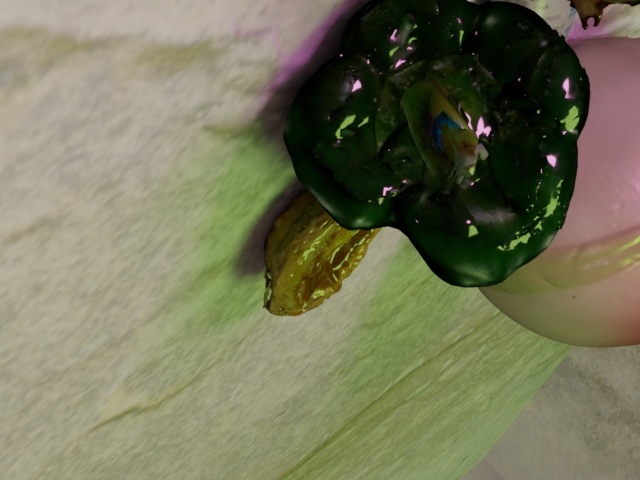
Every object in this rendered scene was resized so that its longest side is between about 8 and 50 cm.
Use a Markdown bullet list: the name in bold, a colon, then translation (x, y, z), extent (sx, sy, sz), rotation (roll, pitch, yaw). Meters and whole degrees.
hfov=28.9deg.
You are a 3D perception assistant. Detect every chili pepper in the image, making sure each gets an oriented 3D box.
- **chili pepper**: translation (0.077, -0.066, 0.730), extent (0.165, 0.174, 0.261), rotation (-53, 173, -8)

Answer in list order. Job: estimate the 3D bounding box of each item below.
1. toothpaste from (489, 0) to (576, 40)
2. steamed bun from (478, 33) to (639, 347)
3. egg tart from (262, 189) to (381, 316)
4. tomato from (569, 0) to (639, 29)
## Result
- **toothpaste**: translation (0.152, -0.163, 0.901), extent (0.114, 0.073, 0.299), rotation (-28, 146, -47)
- **steamed bun**: translation (0.289, -0.021, 1.153), extent (0.309, 0.309, 0.309), rotation (-42, 162, -17)
- **egg tart**: translation (0.000, 0.000, 0.898), extent (0.130, 0.052, 0.130), rotation (-42, 161, -19)
- **tomato**: translation (0.218, -0.261, 0.649), extent (0.309, 0.170, 0.309), rotation (-28, -154, 15)
